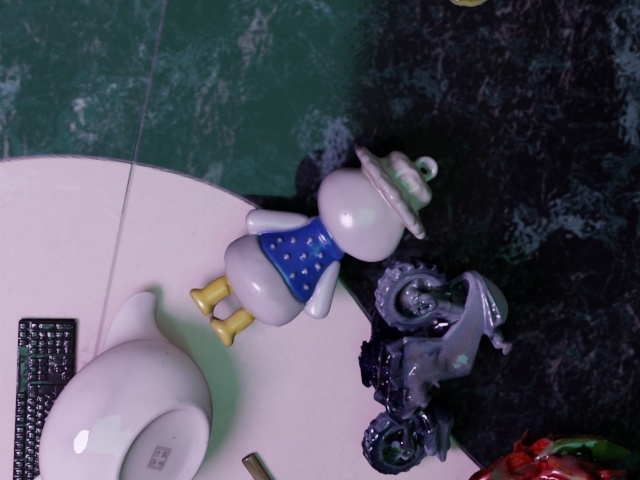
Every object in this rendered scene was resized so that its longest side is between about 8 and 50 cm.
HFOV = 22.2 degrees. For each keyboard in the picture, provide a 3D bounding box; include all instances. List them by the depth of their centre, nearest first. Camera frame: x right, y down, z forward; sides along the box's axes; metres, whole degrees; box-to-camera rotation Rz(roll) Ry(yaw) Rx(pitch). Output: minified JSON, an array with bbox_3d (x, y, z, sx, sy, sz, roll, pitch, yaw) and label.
[{"bbox_3d":[-0.295,0.183,1.740,0.061,0.013,0.204,1,103,-14],"label":"keyboard"}]

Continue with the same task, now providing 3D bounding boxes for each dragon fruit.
[{"bbox_3d":[0.257,0.352,1.799,0.233,0.234,0.293,1,99,-13],"label":"dragon fruit"}]

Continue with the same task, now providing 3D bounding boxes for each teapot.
[{"bbox_3d":[-0.214,0.206,1.695,0.298,0.139,0.204,-58,148,-4],"label":"teapot"}]

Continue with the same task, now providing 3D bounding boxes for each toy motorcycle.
[{"bbox_3d":[0.124,0.132,1.779,0.159,0.106,0.270,-10,121,-22],"label":"toy motorcycle"}]

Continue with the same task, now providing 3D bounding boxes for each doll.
[{"bbox_3d":[0.000,0.000,1.720,0.293,0.119,0.138,-36,92,2],"label":"doll"}]

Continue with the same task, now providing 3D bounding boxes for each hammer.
[{"bbox_3d":[-0.033,0.311,1.832,0.062,0.017,0.182,-32,107,-5],"label":"hammer"}]

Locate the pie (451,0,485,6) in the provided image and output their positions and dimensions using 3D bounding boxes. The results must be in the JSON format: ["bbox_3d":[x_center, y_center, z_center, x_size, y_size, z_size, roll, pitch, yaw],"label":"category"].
[{"bbox_3d":[0.159,-0.289,1.730,0.084,0.021,0.084,-2,100,-13],"label":"pie"}]
